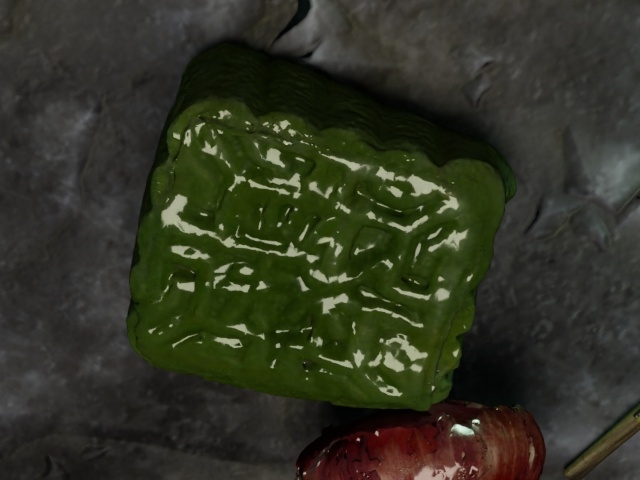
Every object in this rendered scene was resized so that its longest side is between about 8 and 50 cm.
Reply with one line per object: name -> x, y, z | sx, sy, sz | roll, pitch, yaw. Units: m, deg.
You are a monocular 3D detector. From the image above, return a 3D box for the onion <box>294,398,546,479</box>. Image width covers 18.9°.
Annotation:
onion -> 0.075, 0.182, 1.381 | 0.184, 0.147, 0.184 | -7, 164, -2

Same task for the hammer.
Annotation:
hammer -> 0.250, 0.125, 1.438 | 0.062, 0.017, 0.182 | 34, 118, -17

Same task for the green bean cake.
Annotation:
green bean cake -> 0.000, 0.000, 1.309 | 0.248, 0.125, 0.222 | 12, 121, -5
